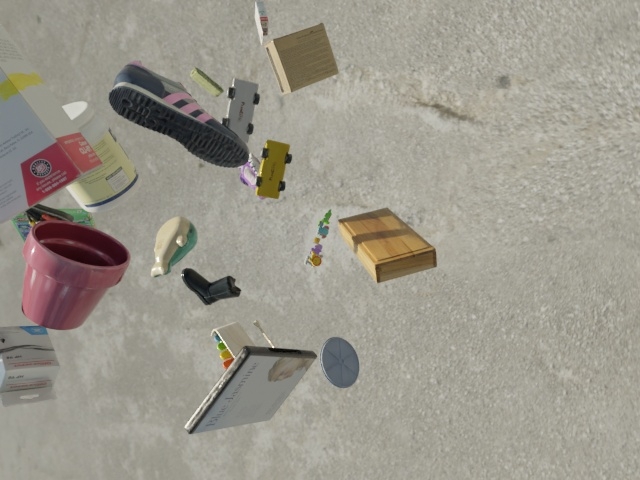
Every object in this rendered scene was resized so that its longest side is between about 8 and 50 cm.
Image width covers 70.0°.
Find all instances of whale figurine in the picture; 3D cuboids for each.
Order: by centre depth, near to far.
[{"bbox_3d":[-0.598,0.037,1.883,0.216,0.141,0.272,-15,52,36],"label":"whale figurine"}]

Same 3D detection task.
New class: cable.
[{"bbox_3d":[-0.872,-0.084,1.377,0.139,0.287,0.072,-14,55,20],"label":"cable"}]

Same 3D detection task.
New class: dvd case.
[{"bbox_3d":[-0.118,0.280,0.871,0.022,0.253,0.180,40,96,30],"label":"dvd case"}]

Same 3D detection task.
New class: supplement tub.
[{"bbox_3d":[-0.803,-0.284,1.582,0.235,0.235,0.325,14,140,33],"label":"supplement tub"}]

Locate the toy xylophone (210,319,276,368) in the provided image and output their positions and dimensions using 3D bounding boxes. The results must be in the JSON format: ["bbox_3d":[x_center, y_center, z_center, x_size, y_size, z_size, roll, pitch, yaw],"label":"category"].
[{"bbox_3d":[-0.339,0.473,2.029,0.323,0.236,0.081,51,138,41],"label":"toy xylophone"}]

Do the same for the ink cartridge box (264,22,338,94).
[{"bbox_3d":[-0.068,-0.683,1.724,0.088,0.234,0.194,14,129,58],"label":"ink cartridge box"}]

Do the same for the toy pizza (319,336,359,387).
[{"bbox_3d":[0.073,0.484,1.814,0.032,0.201,0.202,-34,80,44],"label":"toy pizza"}]

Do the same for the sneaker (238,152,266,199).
[{"bbox_3d":[-0.294,-0.265,1.995,0.104,0.095,0.237,-28,62,9],"label":"sneaker"}]

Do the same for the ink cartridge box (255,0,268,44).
[{"bbox_3d":[-0.179,-0.672,1.416,0.063,0.029,0.115,118,140,-70],"label":"ink cartridge box"}]

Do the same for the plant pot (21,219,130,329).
[{"bbox_3d":[-0.537,0.081,0.976,0.201,0.201,0.180,35,103,24],"label":"plant pot"}]

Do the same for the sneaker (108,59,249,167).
[{"bbox_3d":[-0.285,-0.278,1.000,0.112,0.318,0.131,-28,47,37],"label":"sneaker"}]

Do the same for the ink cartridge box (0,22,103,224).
[{"bbox_3d":[-0.732,-0.255,1.005,0.279,0.160,0.385,-29,110,4],"label":"ink cartridge box"}]

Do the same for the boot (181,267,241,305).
[{"bbox_3d":[-0.522,0.202,2.213,0.207,0.094,0.247,-20,122,20],"label":"boot"}]

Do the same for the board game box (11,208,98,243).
[{"bbox_3d":[-1.172,-0.054,2.039,0.214,0.316,0.046,100,167,-48],"label":"board game box"}]

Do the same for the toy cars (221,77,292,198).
[{"bbox_3d":[-0.209,-0.324,1.484,0.394,0.176,0.087,62,173,-22],"label":"toy cars"}]

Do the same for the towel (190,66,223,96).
[{"bbox_3d":[-0.481,-0.670,1.938,0.027,0.148,0.110,-59,25,-11],"label":"towel"}]

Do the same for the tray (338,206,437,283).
[{"bbox_3d":[0.214,-0.001,1.577,0.411,0.202,0.076,-123,21,-65],"label":"tray"}]

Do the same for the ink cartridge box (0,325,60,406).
[{"bbox_3d":[-0.624,0.259,0.969,0.180,0.104,0.060,39,110,38],"label":"ink cartridge box"}]

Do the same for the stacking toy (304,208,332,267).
[{"bbox_3d":[0.000,0.000,1.772,0.052,0.167,0.222,20,80,-6],"label":"stacking toy"}]
